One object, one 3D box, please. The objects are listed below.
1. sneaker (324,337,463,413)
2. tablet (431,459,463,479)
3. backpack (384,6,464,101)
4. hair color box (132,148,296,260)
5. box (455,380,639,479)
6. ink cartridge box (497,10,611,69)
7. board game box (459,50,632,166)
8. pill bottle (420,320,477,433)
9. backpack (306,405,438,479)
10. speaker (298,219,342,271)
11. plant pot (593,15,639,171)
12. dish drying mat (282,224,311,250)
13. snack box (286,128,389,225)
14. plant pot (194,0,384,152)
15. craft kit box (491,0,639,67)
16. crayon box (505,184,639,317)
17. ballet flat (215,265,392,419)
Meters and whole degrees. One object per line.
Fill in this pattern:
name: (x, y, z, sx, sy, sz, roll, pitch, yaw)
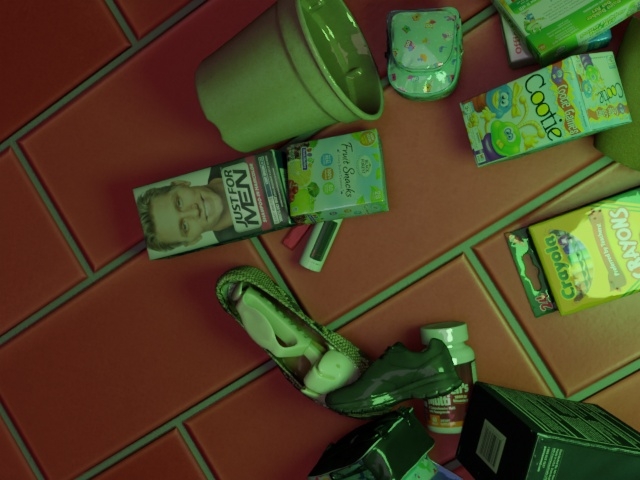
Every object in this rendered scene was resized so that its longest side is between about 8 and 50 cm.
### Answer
sneaker: (0.143, 0.281, 1.694, 0.286, 0.109, 0.130, -17, 76, 10)
tablet: (0.269, 0.531, 1.828, 0.083, 0.006, 0.054, 29, 99, 11)
backpack: (0.216, -0.389, 1.721, 0.166, 0.144, 0.188, 0, 96, 7)
hair color box: (-0.233, -0.077, 1.855, 0.347, 0.105, 0.174, -15, 88, 15)
box: (0.462, 0.423, 1.584, 0.294, 0.296, 0.182, 12, 96, -12)
ink cartridge box: (0.475, -0.450, 1.684, 0.203, 0.086, 0.148, -12, 89, 13)
board game box: (0.434, -0.252, 1.606, 0.275, 0.144, 0.142, -16, 89, 52)
pill bottle: (0.274, 0.290, 1.755, 0.121, 0.121, 0.221, -7, 92, 13)
backpack: (0.106, 0.486, 1.745, 0.253, 0.225, 0.191, -29, 89, 37)
speaker: (0.000, 0.000, 1.835, 0.055, 0.055, 0.136, 25, 98, 10)
plant pot: (0.652, -0.271, 1.603, 0.237, 0.237, 0.254, 29, 114, 10)
dish drying mat: (-0.052, -0.019, 1.870, 0.032, 0.008, 0.083, 38, 100, 9)
snack box: (0.036, -0.137, 1.784, 0.207, 0.070, 0.174, -9, 69, 12)
plant pot: (-0.080, -0.343, 1.724, 0.305, 0.334, 0.334, -23, 88, 25)
craft kit box: (0.474, -0.498, 1.602, 0.250, 0.061, 0.246, -30, 62, 5)
crayon box: (0.565, 0.027, 1.694, 0.318, 0.081, 0.202, -21, 89, 14)
ballet flat: (-0.051, 0.238, 1.795, 0.483, 0.182, 0.164, 41, 101, 7)
